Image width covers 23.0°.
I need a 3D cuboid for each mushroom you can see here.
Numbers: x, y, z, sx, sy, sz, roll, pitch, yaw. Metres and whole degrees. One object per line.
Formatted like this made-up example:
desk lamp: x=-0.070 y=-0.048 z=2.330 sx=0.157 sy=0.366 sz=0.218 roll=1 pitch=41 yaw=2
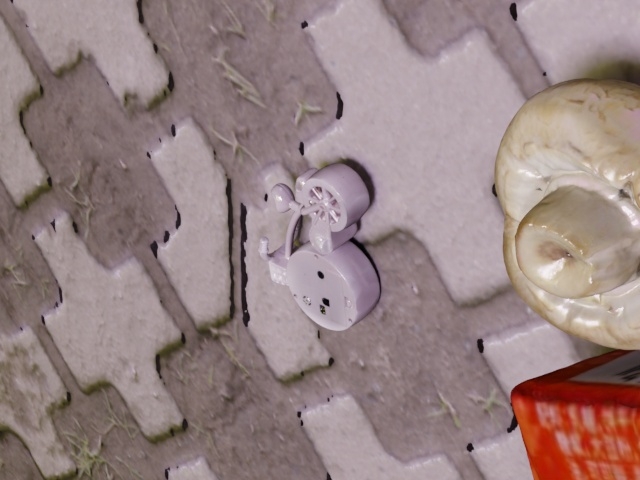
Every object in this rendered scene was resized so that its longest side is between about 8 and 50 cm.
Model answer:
mushroom: x=0.153 y=-0.014 z=0.823 sx=0.148 sy=0.112 sz=0.148 roll=30 pitch=141 yaw=28

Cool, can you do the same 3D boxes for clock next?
clock: x=0.000 y=0.000 z=1.070 sx=0.087 sy=0.041 sz=0.129 roll=29 pitch=138 yaw=30

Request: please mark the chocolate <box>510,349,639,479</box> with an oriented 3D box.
chocolate: x=0.242 y=0.171 z=0.846 sx=0.237 sy=0.108 sz=0.235 roll=-2 pitch=111 yaw=49
